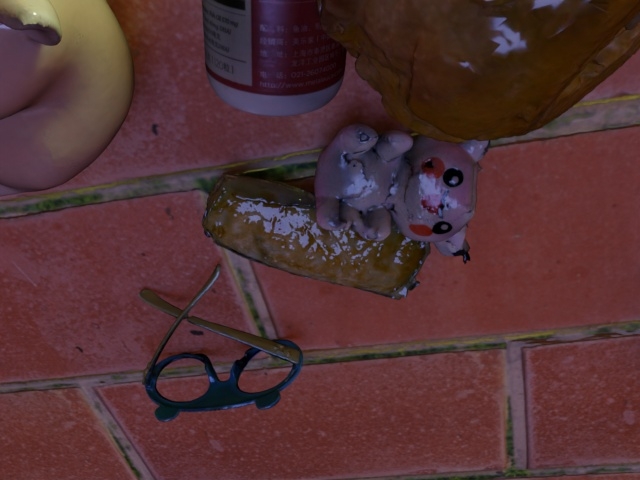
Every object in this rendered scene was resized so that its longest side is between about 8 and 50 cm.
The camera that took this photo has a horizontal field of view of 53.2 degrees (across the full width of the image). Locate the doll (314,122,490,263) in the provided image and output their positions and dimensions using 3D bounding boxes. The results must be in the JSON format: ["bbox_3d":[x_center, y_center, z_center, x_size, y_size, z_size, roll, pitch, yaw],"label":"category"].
[{"bbox_3d":[0.089,-0.057,0.685,0.192,0.095,0.149,11,111,-3],"label":"doll"}]

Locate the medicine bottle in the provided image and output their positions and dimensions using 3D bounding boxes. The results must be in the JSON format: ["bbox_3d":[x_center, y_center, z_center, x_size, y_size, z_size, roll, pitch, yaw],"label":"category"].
[{"bbox_3d":[-0.036,-0.239,0.532,0.131,0.131,0.250,5,129,2],"label":"medicine bottle"}]

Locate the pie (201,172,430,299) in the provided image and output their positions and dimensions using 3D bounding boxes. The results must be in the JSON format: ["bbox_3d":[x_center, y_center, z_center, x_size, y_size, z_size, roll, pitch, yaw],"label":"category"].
[{"bbox_3d":[0.000,0.000,0.762,0.282,0.068,0.128,15,126,-11],"label":"pie"}]

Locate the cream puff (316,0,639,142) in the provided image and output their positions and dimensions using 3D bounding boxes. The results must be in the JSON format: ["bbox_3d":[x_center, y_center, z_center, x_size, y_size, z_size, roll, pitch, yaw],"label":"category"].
[{"bbox_3d":[0.145,-0.230,0.422,0.231,0.327,0.343,50,152,13],"label":"cream puff"}]

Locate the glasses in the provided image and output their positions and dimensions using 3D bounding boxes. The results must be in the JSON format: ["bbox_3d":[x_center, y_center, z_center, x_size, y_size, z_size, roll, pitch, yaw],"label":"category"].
[{"bbox_3d":[-0.150,0.129,0.885,0.239,0.102,0.207,-7,100,13],"label":"glasses"}]

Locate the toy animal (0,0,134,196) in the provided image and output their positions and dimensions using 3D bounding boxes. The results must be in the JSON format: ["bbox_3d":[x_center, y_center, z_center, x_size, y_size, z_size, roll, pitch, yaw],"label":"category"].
[{"bbox_3d":[-0.283,-0.167,0.557,0.213,0.195,0.256,-19,163,-1],"label":"toy animal"}]
